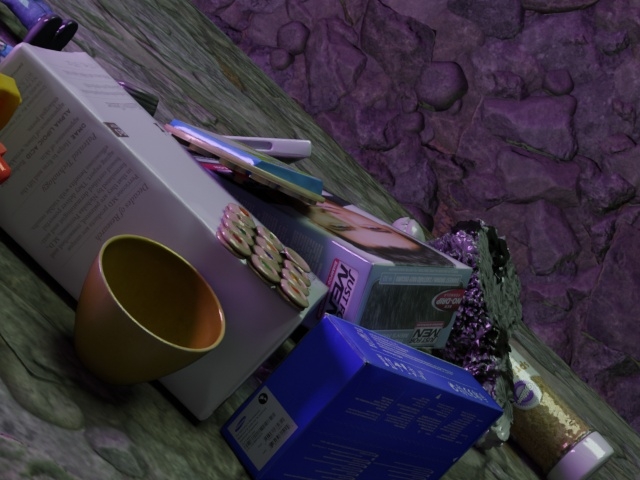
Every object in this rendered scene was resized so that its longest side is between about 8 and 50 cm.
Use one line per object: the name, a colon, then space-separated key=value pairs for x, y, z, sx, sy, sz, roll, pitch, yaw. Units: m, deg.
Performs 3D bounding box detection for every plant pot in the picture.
plant pot: x=-0.167 y=0.076 z=1.044 sx=0.134 sy=0.095 sz=0.134 roll=34 pitch=26 yaw=-19

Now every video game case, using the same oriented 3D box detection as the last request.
video game case: x=-0.139 y=-0.122 z=1.624 sx=0.206 sy=0.026 sz=0.227 roll=2 pitch=-1 yaw=-15

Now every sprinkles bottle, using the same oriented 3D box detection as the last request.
sprinkles bottle: x=0.355 y=0.286 z=2.071 sx=0.355 sy=0.121 sz=0.121 roll=47 pitch=11 yaw=21

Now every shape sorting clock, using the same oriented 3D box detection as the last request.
shape sorting clock: x=-0.089 y=-0.087 z=1.359 sx=0.206 sy=0.040 sz=0.206 roll=23 pitch=6 yaw=-2

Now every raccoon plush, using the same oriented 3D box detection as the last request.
raccoon plush: x=0.162 y=0.142 z=1.982 sx=0.216 sy=0.299 sz=0.446 roll=53 pitch=35 yaw=-37

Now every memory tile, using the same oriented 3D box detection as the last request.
memory tile: x=-0.052 y=0.013 z=1.131 sx=0.113 sy=0.012 sz=0.148 roll=42 pitch=10 yaw=-10

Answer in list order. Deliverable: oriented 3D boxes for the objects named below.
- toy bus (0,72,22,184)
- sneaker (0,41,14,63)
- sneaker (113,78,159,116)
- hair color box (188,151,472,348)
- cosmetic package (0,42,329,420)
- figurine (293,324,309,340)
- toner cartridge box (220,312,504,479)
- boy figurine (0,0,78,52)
toy bus: x=-0.341 y=-0.132 z=1.019 sx=0.211 sy=0.149 sz=0.220 roll=48 pitch=33 yaw=-1
sneaker: x=-0.381 y=-0.197 z=1.442 sx=0.190 sy=0.083 sz=0.071 roll=22 pitch=0 yaw=21
sneaker: x=-0.302 y=-0.140 z=1.491 sx=0.087 sy=0.130 sz=0.227 roll=27 pitch=-9 yaw=-42
hair color box: x=-0.018 y=0.008 z=1.443 sx=0.185 sy=0.114 sz=0.374 roll=3 pitch=21 yaw=-46
cosmetic package: x=-0.185 y=-0.015 z=1.201 sx=0.385 sy=0.156 sz=0.217 roll=42 pitch=9 yaw=0
figurine: x=-0.017 y=0.074 z=1.658 sx=0.209 sy=0.092 sz=0.215 roll=41 pitch=10 yaw=11
toner cartridge box: x=0.058 y=0.193 z=1.253 sx=0.075 sy=0.165 sz=0.348 roll=50 pitch=12 yaw=32
boy figurine: x=-0.493 y=-0.393 z=1.721 sx=0.285 sy=0.092 sz=0.177 roll=43 pitch=11 yaw=6
